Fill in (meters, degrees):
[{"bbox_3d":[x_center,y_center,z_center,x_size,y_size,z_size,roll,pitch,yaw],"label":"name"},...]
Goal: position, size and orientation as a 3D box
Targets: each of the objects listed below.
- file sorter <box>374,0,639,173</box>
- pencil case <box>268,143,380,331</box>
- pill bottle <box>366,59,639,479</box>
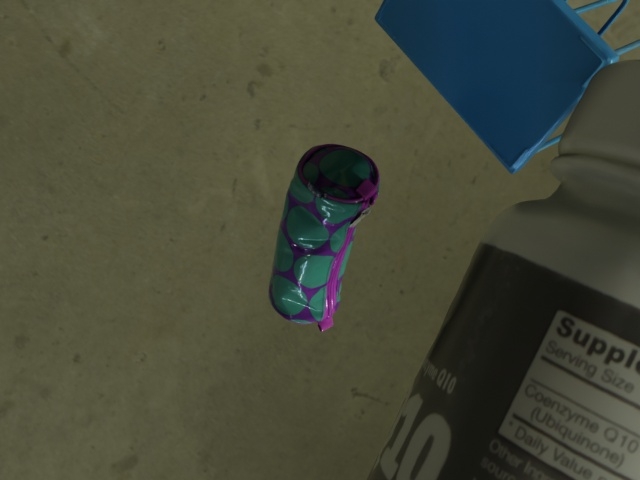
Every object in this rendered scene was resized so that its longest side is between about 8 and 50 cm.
[{"bbox_3d":[0.149,-0.163,0.564,0.104,0.170,0.118,-26,160,-34],"label":"file sorter"},{"bbox_3d":[0.000,0.000,0.607,0.064,0.070,0.152,-27,147,-36],"label":"pencil case"},{"bbox_3d":[0.153,0.104,0.414,0.204,0.204,0.361,23,94,-41],"label":"pill bottle"}]
